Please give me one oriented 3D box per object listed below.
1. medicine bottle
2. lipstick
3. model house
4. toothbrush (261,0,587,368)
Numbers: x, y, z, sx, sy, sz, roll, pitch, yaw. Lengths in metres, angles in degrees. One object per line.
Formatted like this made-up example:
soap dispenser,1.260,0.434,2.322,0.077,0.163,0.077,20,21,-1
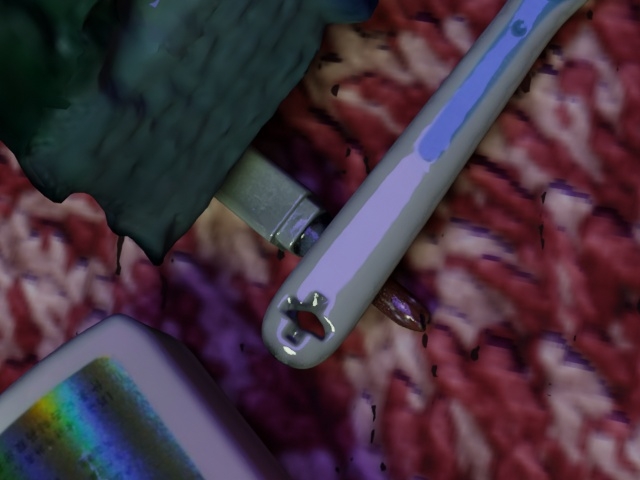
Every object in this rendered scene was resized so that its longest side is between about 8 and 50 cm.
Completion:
medicine bottle,-0.043,0.139,0.661,0.115,0.078,0.219,-42,66,4
lipstick,0.000,0.000,0.710,0.107,0.025,0.025,39,92,19
model house,-0.074,-0.219,0.680,0.329,0.252,0.295,-47,61,-3
toothbrush,0.098,-0.112,0.682,0.040,0.040,0.386,35,88,24
